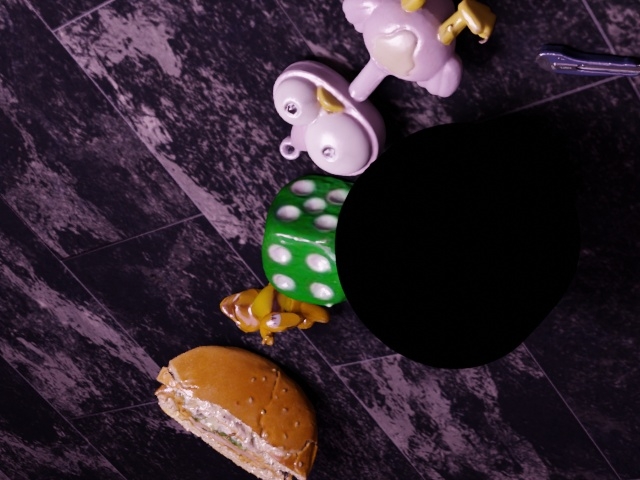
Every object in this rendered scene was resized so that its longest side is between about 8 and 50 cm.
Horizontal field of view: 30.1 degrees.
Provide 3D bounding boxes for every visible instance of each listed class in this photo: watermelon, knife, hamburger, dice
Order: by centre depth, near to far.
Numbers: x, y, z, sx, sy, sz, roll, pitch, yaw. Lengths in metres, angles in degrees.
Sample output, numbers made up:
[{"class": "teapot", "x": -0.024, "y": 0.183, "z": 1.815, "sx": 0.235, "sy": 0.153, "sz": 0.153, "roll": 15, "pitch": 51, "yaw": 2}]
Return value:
[{"class": "knife", "x": 0.295, "y": -0.194, "z": 1.298, "sx": 0.121, "sy": 0.018, "sz": 0.031, "roll": 7, "pitch": 137, "yaw": 19}, {"class": "watermelon", "x": 0.158, "y": 0.006, "z": 1.379, "sx": 0.285, "sy": 0.285, "sz": 0.285, "roll": 15, "pitch": 137, "yaw": 14}, {"class": "dice", "x": 0.000, "y": 0.000, "z": 1.566, "sx": 0.120, "sy": 0.131, "sz": 0.128, "roll": 12, "pitch": 135, "yaw": 17}, {"class": "hamburger", "x": -0.117, "y": 0.255, "z": 1.873, "sx": 0.283, "sy": 0.156, "sz": 0.144, "roll": 37, "pitch": 157, "yaw": -9}]

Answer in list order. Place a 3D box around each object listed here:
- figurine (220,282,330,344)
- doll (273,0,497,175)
[{"class": "figurine", "x": -0.062, "y": 0.103, "z": 1.749, "sx": 0.122, "sy": 0.121, "sz": 0.176, "roll": 20, "pitch": 162, "yaw": -34}, {"class": "doll", "x": 0.055, "y": -0.189, "z": 1.374, "sx": 0.160, "sy": 0.094, "sz": 0.365, "roll": 40, "pitch": 137, "yaw": -9}]
